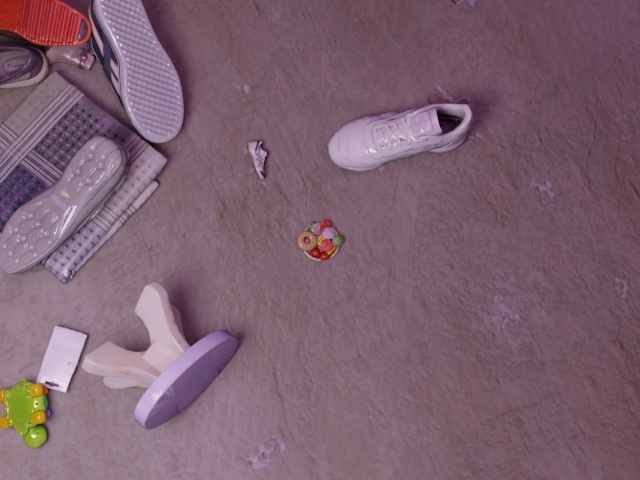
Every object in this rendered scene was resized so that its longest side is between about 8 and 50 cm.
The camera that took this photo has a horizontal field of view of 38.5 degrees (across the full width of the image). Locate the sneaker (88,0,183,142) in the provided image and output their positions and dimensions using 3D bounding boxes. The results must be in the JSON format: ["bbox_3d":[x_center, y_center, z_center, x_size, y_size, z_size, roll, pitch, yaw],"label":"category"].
[{"bbox_3d":[-0.369,-0.349,1.833,0.126,0.127,0.321,-21,99,-24],"label":"sneaker"}]

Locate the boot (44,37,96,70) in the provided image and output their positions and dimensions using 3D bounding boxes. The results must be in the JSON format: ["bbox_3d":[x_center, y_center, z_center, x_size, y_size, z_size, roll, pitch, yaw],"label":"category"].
[{"bbox_3d":[-0.504,-0.371,1.857,0.087,0.042,0.118,34,82,-7],"label":"boot"}]

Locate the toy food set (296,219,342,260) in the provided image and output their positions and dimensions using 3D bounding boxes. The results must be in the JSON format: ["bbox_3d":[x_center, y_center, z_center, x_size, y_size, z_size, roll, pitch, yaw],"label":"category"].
[{"bbox_3d":[0.000,0.000,1.848,0.083,0.020,0.082,42,75,3],"label":"toy food set"}]

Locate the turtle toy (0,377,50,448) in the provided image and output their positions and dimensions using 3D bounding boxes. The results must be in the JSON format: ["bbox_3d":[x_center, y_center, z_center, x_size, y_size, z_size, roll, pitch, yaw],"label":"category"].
[{"bbox_3d":[-0.535,0.317,1.680,0.095,0.066,0.130,-11,83,17],"label":"turtle toy"}]

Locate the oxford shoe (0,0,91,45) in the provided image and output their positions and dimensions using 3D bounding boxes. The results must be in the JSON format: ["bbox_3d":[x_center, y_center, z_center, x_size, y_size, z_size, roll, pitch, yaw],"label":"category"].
[{"bbox_3d":[-0.578,-0.439,1.819,0.271,0.098,0.097,14,91,4],"label":"oxford shoe"}]

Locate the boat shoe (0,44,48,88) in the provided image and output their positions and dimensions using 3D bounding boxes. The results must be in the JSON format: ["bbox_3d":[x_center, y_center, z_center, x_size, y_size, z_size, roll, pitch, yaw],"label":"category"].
[{"bbox_3d":[-0.681,-0.330,1.785,0.285,0.092,0.103,-11,83,-1],"label":"boat shoe"}]

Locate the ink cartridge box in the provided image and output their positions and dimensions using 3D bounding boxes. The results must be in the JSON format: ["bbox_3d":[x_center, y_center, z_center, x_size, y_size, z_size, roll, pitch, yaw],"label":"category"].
[{"bbox_3d":[-0.488,0.225,1.728,0.063,0.029,0.115,17,77,-4],"label":"ink cartridge box"}]

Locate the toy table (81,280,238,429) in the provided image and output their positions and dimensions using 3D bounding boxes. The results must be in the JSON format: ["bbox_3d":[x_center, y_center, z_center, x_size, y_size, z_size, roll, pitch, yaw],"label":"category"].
[{"bbox_3d":[-0.290,0.212,1.665,0.161,0.274,0.252,36,109,12],"label":"toy table"}]

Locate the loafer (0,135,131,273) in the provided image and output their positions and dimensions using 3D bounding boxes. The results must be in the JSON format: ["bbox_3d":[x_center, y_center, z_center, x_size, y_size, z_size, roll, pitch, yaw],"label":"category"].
[{"bbox_3d":[-0.472,-0.058,1.707,0.319,0.111,0.112,-43,77,5],"label":"loafer"}]

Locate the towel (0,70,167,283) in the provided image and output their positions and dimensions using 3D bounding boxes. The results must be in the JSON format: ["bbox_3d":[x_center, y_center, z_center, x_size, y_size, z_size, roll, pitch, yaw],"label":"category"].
[{"bbox_3d":[-0.508,-0.129,1.802,0.312,0.056,0.324,38,78,5],"label":"towel"}]

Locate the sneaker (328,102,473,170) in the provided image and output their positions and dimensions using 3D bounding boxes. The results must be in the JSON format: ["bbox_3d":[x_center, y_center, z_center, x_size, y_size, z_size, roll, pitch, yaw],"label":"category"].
[{"bbox_3d":[0.163,-0.226,1.854,0.305,0.152,0.114,-14,82,-9],"label":"sneaker"}]

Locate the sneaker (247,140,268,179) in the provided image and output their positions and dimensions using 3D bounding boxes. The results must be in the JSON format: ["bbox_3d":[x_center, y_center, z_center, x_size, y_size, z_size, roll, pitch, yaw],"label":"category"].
[{"bbox_3d":[-0.122,-0.165,1.863,0.037,0.032,0.083,-16,80,-11],"label":"sneaker"}]
